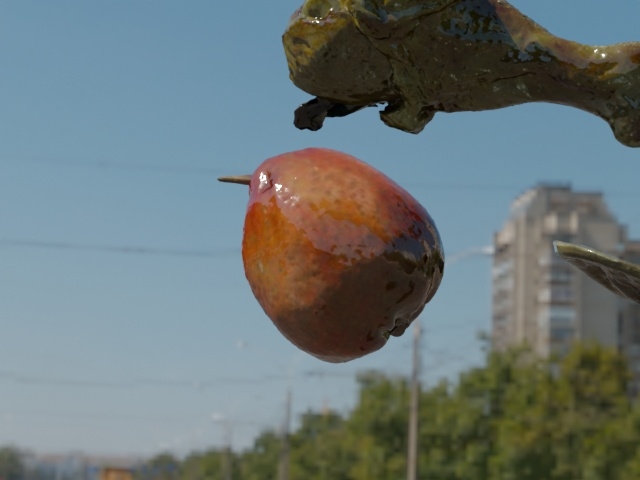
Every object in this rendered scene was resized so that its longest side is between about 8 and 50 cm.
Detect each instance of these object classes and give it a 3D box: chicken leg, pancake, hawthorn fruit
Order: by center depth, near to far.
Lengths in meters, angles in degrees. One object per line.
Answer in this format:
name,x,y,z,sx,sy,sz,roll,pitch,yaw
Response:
chicken leg,0.142,-0.198,1.581,0.361,0.140,0.211,1,-54,14
hawthorn fruit,0.000,0.000,1.801,0.262,0.210,0.210,44,-7,8
pancake,0.407,0.054,2.209,0.242,0.050,0.242,22,-6,3
